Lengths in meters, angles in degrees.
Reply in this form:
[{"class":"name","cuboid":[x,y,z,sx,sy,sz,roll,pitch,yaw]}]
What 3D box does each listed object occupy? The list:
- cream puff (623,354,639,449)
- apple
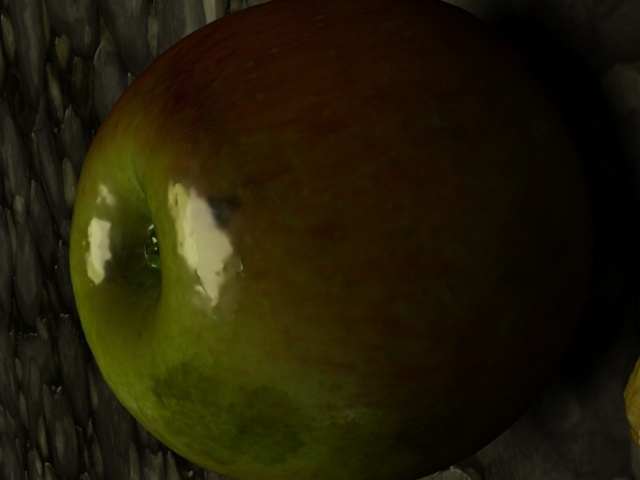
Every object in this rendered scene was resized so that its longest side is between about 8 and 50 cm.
[{"class":"cream puff","cuboid":[0.226,0.063,0.554,0.116,0.146,0.146,33,126,35]},{"class":"apple","cuboid":[0.000,0.000,0.771,0.339,0.340,0.339,21,114,60]}]
